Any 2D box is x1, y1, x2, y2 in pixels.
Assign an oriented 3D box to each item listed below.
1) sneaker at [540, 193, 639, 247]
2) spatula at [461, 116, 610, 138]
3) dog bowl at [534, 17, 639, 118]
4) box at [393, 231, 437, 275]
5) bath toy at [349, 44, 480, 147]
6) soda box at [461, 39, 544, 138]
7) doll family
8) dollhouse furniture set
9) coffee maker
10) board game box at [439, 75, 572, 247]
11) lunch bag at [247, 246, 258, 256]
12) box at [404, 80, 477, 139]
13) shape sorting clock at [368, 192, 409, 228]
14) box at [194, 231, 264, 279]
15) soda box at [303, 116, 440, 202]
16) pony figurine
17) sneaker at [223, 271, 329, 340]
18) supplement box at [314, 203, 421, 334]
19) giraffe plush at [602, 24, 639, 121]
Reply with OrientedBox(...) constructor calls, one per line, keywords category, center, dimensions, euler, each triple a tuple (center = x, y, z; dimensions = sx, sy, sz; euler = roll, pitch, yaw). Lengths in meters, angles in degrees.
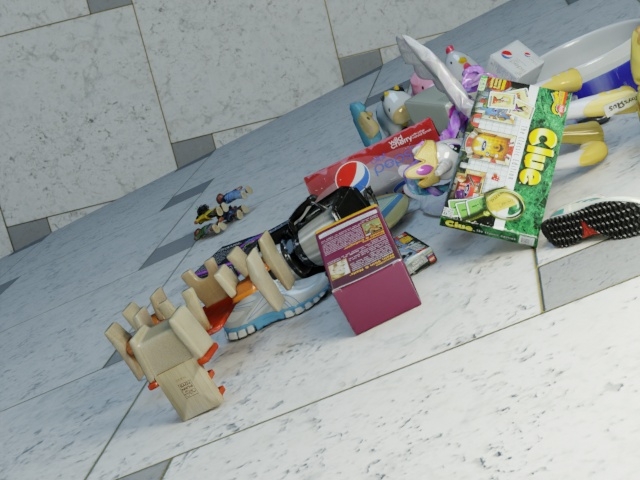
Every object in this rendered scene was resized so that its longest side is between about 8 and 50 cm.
OrientedBox(category="sneaker", center=(0.358, -0.039, 1.388), dimensions=(0.161, 0.057, 0.075), euler=(-15, 23, 49))
OrientedBox(category="spatula", center=(0.358, -0.176, 1.906), dimensions=(0.296, 0.084, 0.030), euler=(-16, -25, 18))
OrientedBox(category="dog bowl", center=(0.488, -0.299, 1.992), dimensions=(0.264, 0.104, 0.265), euler=(-25, 14, 7))
OrientedBox(category="box", center=(0.113, 0.030, 1.658), dimensions=(0.094, 0.027, 0.137), euler=(-31, 14, -4))
OrientedBox(category="bath toy", center=(0.235, -0.349, 2.601), dimensions=(0.348, 0.129, 0.151), euler=(-31, 14, -16))
OrientedBox(category="soda box", center=(0.321, -0.247, 1.946), dimensions=(0.074, 0.069, 0.216), euler=(-34, -24, -28))
OrientedBox(category="doll family", center=(-0.238, -0.068, 2.592), dimensions=(0.193, 0.076, 0.111), euler=(-32, 9, -40))
OrientedBox(category="dollhouse furniture set", center=(-0.173, 0.133, 1.583), dimensions=(0.262, 0.135, 0.259), euler=(-27, 13, 19))
OrientedBox(category="coffee maker", center=(0.000, 0.000, 1.788), dimensions=(0.178, 0.120, 0.171), euler=(-30, -9, 27))
OrientedBox(category="board game box", center=(0.261, -0.116, 1.530), dimensions=(0.136, 0.030, 0.260), euler=(14, 59, 8))
OrientedBox(category="lunch bag", center=(-0.090, 0.029, 1.992), dimensions=(0.071, 0.053, 0.083), euler=(-15, 28, 47))
OrientedBox(category="box", center=(0.278, -0.273, 2.312), dimensions=(0.113, 0.094, 0.275), euler=(-28, 13, -6))
OrientedBox(category="shape sorting clock", center=(0.063, -0.022, 1.913), dimensions=(0.206, 0.040, 0.206), euler=(-25, 15, 7))
OrientedBox(category="box", center=(-0.179, 0.040, 2.168), dimensions=(0.116, 0.029, 0.162), euler=(-18, 18, 31))
OrientedBox(category="soda box", center=(0.109, -0.123, 2.039), dimensions=(0.263, 0.092, 0.083), euler=(-25, -21, 7))
OrientedBox(category="pony figurine", center=(0.262, -0.177, 1.727), dimensions=(0.363, 0.303, 0.351), euler=(-14, 21, -10))
OrientedBox(category="sneaker", center=(-0.078, 0.084, 1.710), dimensions=(0.190, 0.083, 0.071), euler=(-25, 12, 5))
OrientedBox(category="supplement box", center=(0.064, 0.037, 1.538), dimensions=(0.104, 0.081, 0.188), euler=(-25, 27, 4))
OrientedBox(category="giraffe plush", center=(0.492, -0.198, 1.484), dimensions=(0.210, 0.181, 0.170), euler=(-41, 20, 21))
